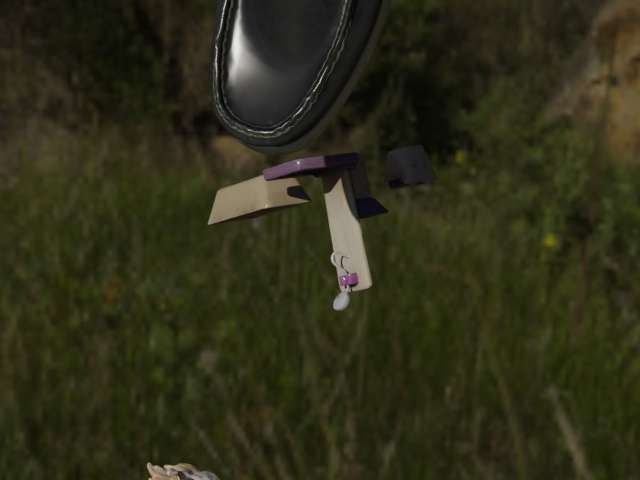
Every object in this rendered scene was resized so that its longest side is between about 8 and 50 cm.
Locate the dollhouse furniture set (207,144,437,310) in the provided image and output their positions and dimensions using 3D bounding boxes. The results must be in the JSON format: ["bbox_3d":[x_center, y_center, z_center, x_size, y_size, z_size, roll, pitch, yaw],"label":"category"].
[{"bbox_3d":[0.000,0.000,0.944,0.091,0.081,0.114,-9,-3,-36],"label":"dollhouse furniture set"}]

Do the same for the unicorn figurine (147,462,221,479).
[{"bbox_3d":[-0.089,0.265,1.600,0.162,0.060,0.111,58,17,21],"label":"unicorn figurine"}]

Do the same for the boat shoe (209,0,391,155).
[{"bbox_3d":[-0.005,-0.152,0.737,0.084,0.233,0.079,20,6,20],"label":"boat shoe"}]
